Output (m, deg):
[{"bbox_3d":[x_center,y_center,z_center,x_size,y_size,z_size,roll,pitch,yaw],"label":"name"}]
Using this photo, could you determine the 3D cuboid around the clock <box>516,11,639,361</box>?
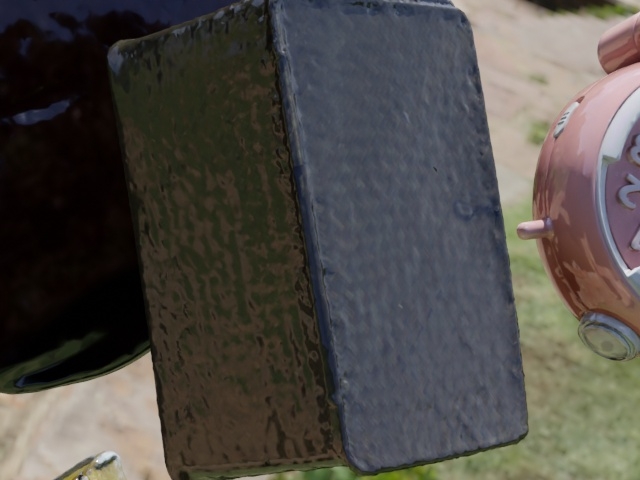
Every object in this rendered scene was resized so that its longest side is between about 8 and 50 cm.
[{"bbox_3d":[0.255,-0.017,1.252,0.227,0.241,0.142,36,-22,-11],"label":"clock"}]

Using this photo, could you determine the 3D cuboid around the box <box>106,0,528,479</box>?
[{"bbox_3d":[0.002,-0.001,1.009,0.143,0.273,0.184,-11,-4,41],"label":"box"}]

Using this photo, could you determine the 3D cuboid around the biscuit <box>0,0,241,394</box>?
[{"bbox_3d":[-0.205,-0.103,1.109,0.407,0.407,0.091,4,3,-36],"label":"biscuit"}]

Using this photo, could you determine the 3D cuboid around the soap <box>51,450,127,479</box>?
[{"bbox_3d":[-0.313,0.351,1.649,0.143,0.281,0.259,50,25,-13],"label":"soap"}]
